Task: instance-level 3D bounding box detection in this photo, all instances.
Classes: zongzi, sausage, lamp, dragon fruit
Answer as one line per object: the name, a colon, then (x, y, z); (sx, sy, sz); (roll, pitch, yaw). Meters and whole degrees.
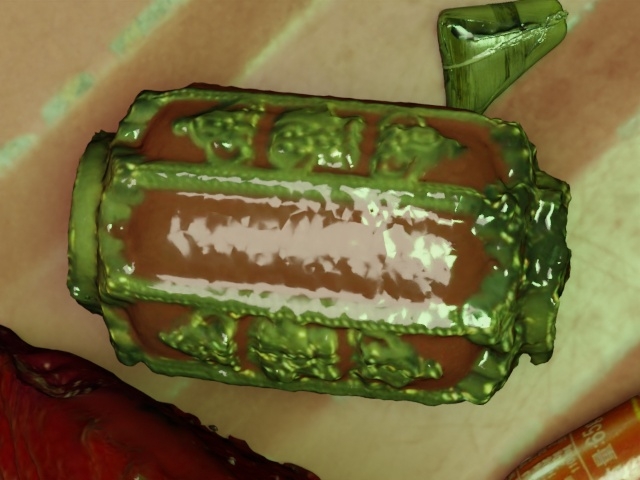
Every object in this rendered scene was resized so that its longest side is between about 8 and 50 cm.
zongzi: (0.108, -0.095, 1.084); (0.076, 0.040, 0.083); (-7, 101, 1)
sausage: (0.203, 0.111, 1.054); (0.274, 0.074, 0.074); (-31, 87, 8)
lamp: (0.000, 0.000, 1.035); (0.274, 0.177, 0.177); (6, 91, 10)
dragon fruit: (-0.084, 0.170, 1.068); (0.330, 0.240, 0.302); (42, 125, 26)
